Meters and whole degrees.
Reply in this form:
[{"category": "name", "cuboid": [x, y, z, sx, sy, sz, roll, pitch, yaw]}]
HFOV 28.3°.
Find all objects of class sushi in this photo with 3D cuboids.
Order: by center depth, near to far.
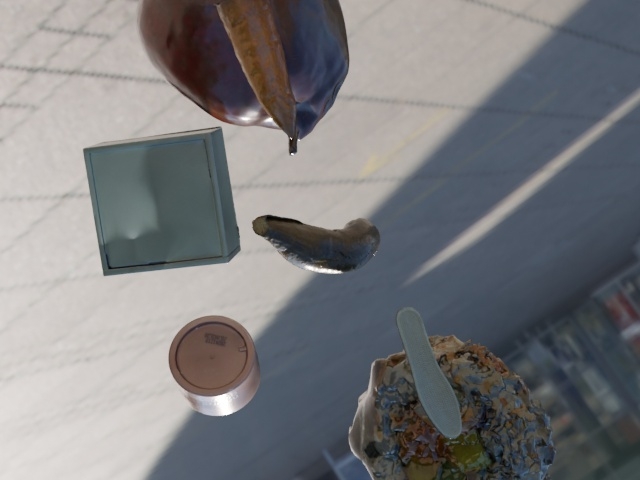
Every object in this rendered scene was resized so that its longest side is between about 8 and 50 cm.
[{"category": "sushi", "cuboid": [0.242, 0.366, 2.326, 0.176, 0.417, 0.417, -18, 162, -49]}]

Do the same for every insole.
[{"category": "insole", "cuboid": [0.119, 0.145, 1.390, 0.053, 0.152, 0.002, -12, 170, -39]}]

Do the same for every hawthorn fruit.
[{"category": "hawthorn fruit", "cuboid": [-0.103, -0.319, 1.883, 0.308, 0.325, 0.308, -58, 173, -11]}]

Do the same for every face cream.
[{"category": "face cream", "cuboid": [-0.180, 0.214, 2.174, 0.149, 0.149, 0.104, -32, 156, -12]}]

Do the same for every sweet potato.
[{"category": "sweet potato", "cuboid": [-0.004, 0.004, 2.203, 0.286, 0.112, 0.085, 6, 145, -39]}]

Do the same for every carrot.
[{"category": "carrot", "cuboid": [-0.070, -0.231, 1.668, 0.072, 0.205, 0.072, -22, 180, 0]}]

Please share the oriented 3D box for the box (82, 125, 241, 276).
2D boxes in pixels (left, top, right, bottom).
[{"category": "box", "cuboid": [-0.269, -0.070, 2.198, 0.225, 0.225, 0.117, -6, -171, 9]}]
